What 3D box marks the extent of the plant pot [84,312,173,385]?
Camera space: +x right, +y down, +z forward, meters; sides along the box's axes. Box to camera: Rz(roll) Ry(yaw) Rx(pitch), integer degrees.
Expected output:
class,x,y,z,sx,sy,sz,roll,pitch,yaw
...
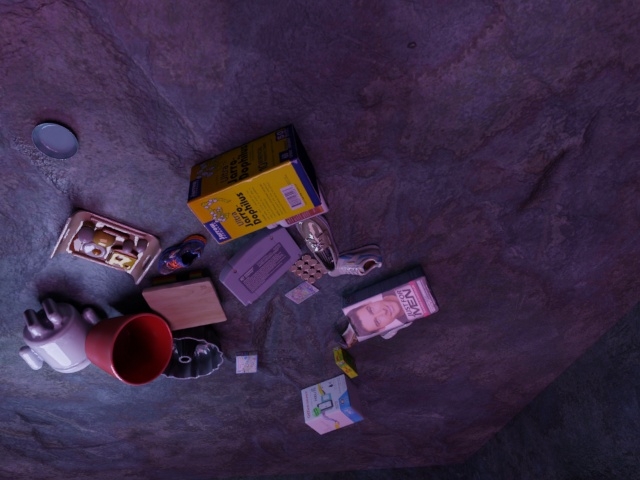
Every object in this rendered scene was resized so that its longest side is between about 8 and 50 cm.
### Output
class,x,y,z,sx,sy,sz,roll,pitch,yaw
plant pot,-0.762,0.411,1.734,0.243,0.274,0.275,-2,142,33

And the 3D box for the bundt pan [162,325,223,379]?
class,x,y,z,sx,sy,sz,roll,pitch,yaw
bundt pan,-0.594,0.477,1.969,0.331,0.124,0.330,-5,133,-6

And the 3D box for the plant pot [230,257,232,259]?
class,x,y,z,sx,sy,sz,roll,pitch,yaw
plant pot,-0.284,0.128,1.716,0.096,0.109,0.109,-15,135,-15

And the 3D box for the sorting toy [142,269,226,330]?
class,x,y,z,sx,sy,sz,roll,pitch,yaw
sorting toy,-0.531,0.234,1.774,0.257,0.089,0.255,-10,134,-1

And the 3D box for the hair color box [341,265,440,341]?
class,x,y,z,sx,sy,sz,roll,pitch,yaw
hair color box,0.297,0.273,1.908,0.375,0.113,0.185,-24,108,12

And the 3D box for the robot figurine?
class,x,y,z,sx,sy,sz,roll,pitch,yaw
robot figurine,-1.012,0.386,1.750,0.300,0.200,0.353,-31,138,-20

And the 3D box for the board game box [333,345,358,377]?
class,x,y,z,sx,sy,sz,roll,pitch,yaw
board game box,0.129,0.616,2.256,0.043,0.092,0.181,-25,132,13

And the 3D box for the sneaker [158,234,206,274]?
class,x,y,z,sx,sy,sz,roll,pitch,yaw
sneaker,-0.512,0.064,1.618,0.221,0.087,0.083,-34,129,20

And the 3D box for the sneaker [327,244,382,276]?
class,x,y,z,sx,sy,sz,roll,pitch,yaw
sneaker,0.133,0.095,1.764,0.229,0.092,0.087,-22,135,12

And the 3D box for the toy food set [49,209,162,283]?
class,x,y,z,sx,sy,sz,roll,pitch,yaw
toy food set,-0.743,0.039,1.546,0.306,0.092,0.219,25,124,-29

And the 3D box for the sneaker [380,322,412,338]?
class,x,y,z,sx,sy,sz,roll,pitch,yaw
sneaker,0.343,0.359,2.052,0.108,0.100,0.271,26,124,-24

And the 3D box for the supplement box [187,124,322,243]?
class,x,y,z,sx,sy,sz,roll,pitch,yaw
supplement box,-0.202,-0.171,1.378,0.357,0.194,0.195,-21,134,9

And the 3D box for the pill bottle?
class,x,y,z,sx,sy,sz,roll,pitch,yaw
pill bottle,-0.089,-0.118,1.501,0.216,0.121,0.121,-20,133,8

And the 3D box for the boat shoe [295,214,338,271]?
class,x,y,z,sx,sy,sz,roll,pitch,yaw
boat shoe,0.000,0.000,1.647,0.109,0.094,0.302,-24,133,12

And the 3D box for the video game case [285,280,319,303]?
class,x,y,z,sx,sy,sz,roll,pitch,yaw
video game case,-0.079,0.221,1.900,0.122,0.011,0.087,-35,129,21

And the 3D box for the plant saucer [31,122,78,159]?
class,x,y,z,sx,sy,sz,roll,pitch,yaw
plant saucer,-0.762,-0.289,1.282,0.119,0.021,0.119,-5,133,-5

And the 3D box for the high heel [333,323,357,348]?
class,x,y,z,sx,sy,sz,roll,pitch,yaw
high heel,0.192,0.421,2.116,0.261,0.093,0.186,-33,153,4

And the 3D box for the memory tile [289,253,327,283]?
class,x,y,z,sx,sy,sz,roll,pitch,yaw
memory tile,-0.047,0.116,1.802,0.113,0.012,0.148,-39,128,19

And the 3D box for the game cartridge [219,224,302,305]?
class,x,y,z,sx,sy,sz,roll,pitch,yaw
game cartridge,-0.219,0.083,1.630,0.297,0.062,0.198,-43,128,-11

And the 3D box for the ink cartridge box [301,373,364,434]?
class,x,y,z,sx,sy,sz,roll,pitch,yaw
ink cartridge box,0.065,0.902,2.443,0.270,0.198,0.197,-25,133,12

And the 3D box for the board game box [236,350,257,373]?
class,x,y,z,sx,sy,sz,roll,pitch,yaw
board game box,-0.365,0.603,2.198,0.104,0.026,0.154,0,133,-10
